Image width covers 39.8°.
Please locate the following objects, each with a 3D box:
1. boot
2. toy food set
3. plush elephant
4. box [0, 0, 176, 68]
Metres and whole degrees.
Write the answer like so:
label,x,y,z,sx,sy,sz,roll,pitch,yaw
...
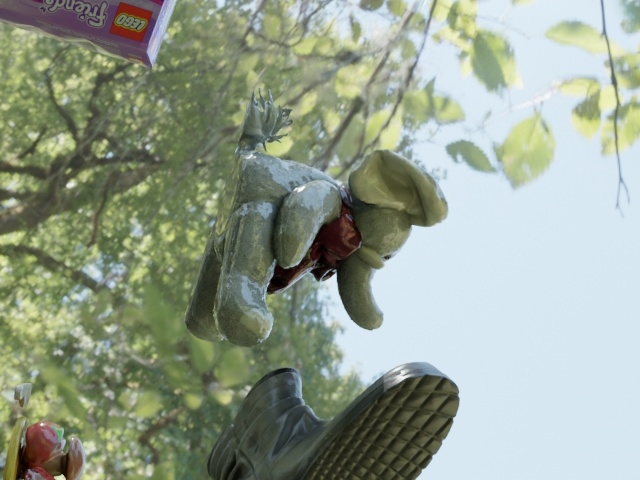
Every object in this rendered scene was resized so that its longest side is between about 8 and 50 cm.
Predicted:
label,x,y,z,sx,sy,sz,roll,pitch,yaw
boot,-0.013,0.206,0.966,0.118,0.222,0.338,35,-74,-30
toy food set,-0.269,0.244,0.861,0.071,0.217,0.128,6,-17,-13
plush elephant,0.000,0.000,1.097,0.256,0.329,0.272,15,-16,-16
box,-0.302,-0.339,1.023,0.293,0.200,0.057,17,-11,0
